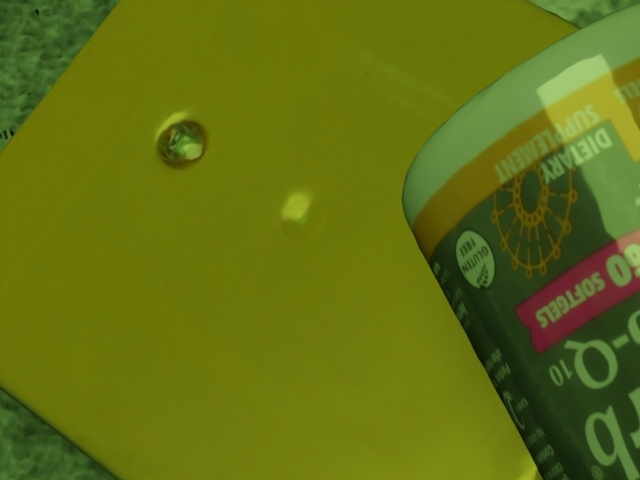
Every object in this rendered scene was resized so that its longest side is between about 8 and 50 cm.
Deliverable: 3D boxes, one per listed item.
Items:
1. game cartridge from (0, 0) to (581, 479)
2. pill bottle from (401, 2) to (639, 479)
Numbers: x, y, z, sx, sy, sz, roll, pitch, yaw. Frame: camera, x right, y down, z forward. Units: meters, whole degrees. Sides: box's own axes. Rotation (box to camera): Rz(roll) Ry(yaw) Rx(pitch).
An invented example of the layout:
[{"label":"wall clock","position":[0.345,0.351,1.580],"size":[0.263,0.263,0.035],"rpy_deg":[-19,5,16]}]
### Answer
[{"label":"game cartridge","position":[0.000,0.000,0.840],"size":[0.323,0.053,0.285],"rpy_deg":[34,82,27]},{"label":"pill bottle","position":[0.157,0.062,0.657],"size":[0.162,0.162,0.278],"rpy_deg":[-30,75,7]}]
